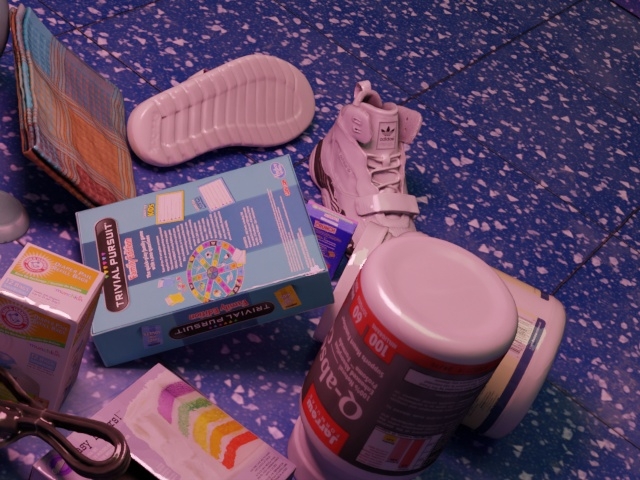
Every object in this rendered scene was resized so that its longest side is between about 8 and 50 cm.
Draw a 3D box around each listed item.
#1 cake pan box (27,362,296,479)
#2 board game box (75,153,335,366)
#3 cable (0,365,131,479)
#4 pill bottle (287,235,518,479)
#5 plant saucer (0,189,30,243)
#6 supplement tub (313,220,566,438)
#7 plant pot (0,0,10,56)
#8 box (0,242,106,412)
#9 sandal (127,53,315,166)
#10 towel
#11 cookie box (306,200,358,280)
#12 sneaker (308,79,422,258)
[{"bbox_3d":[-0.201,0.307,1.499,0.246,0.070,0.267,34,40,16],"label":"cake pan box"},{"bbox_3d":[-0.173,0.024,1.721,0.336,0.079,0.253,-16,46,-3],"label":"board game box"},{"bbox_3d":[-0.358,0.226,1.445,0.287,0.072,0.139,9,47,8],"label":"cable"},{"bbox_3d":[0.094,0.187,1.553,0.210,0.362,0.210,15,38,-12],"label":"pill bottle"},{"bbox_3d":[-0.499,-0.043,1.791,0.119,0.021,0.119,14,38,-12],"label":"plant saucer"},{"bbox_3d":[0.176,0.128,1.771,0.325,0.235,0.235,26,38,3],"label":"supplement tub"},{"bbox_3d":[-0.642,-0.362,1.889,0.293,0.293,0.235,43,17,23],"label":"plant pot"},{"bbox_3d":[-0.363,0.121,1.519,0.114,0.203,0.103,23,38,-2],"label":"box"},{"bbox_3d":[-0.183,-0.238,2.116,0.416,0.169,0.102,-17,13,-41],"label":"sandal"},{"bbox_3d":[-0.387,-0.191,1.891,0.271,0.040,0.370,44,20,-43],"label":"towel"},{"bbox_3d":[0.000,0.000,1.934,0.092,0.107,0.040,25,38,0],"label":"cookie box"},{"bbox_3d":[0.101,-0.105,2.027,0.137,0.210,0.365,-1,45,-29],"label":"sneaker"}]
